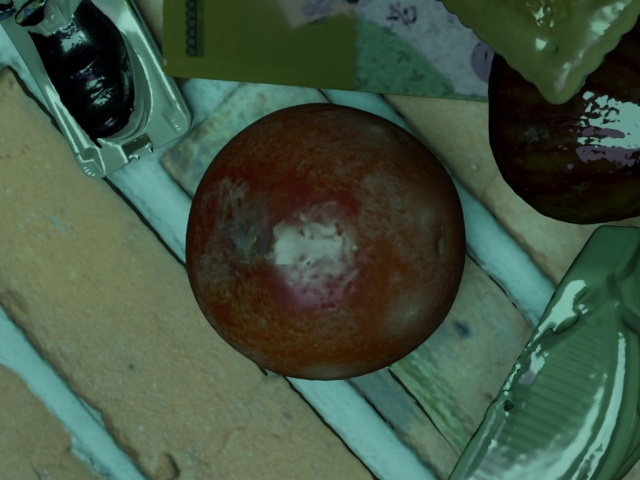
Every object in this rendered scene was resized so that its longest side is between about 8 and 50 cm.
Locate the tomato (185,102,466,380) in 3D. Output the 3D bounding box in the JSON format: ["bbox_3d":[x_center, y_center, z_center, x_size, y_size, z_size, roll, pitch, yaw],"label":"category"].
[{"bbox_3d":[0.000,0.000,1.743,0.265,0.265,0.265,2,100,13],"label":"tomato"}]

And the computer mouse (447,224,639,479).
[{"bbox_3d":[0.218,0.188,1.734,0.145,0.228,0.429,30,107,6],"label":"computer mouse"}]

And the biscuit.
[{"bbox_3d":[0.154,-0.289,1.588,0.325,0.044,0.217,46,112,21],"label":"biscuit"}]

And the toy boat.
[{"bbox_3d":[-0.241,-0.195,1.830,0.140,0.141,0.269,-27,107,17],"label":"toy boat"}]

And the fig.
[{"bbox_3d":[0.300,-0.111,1.624,0.321,0.217,0.217,11,105,49],"label":"fig"}]

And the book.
[{"bbox_3d":[0.043,-0.262,1.743,0.388,0.032,0.269,4,117,5],"label":"book"}]
